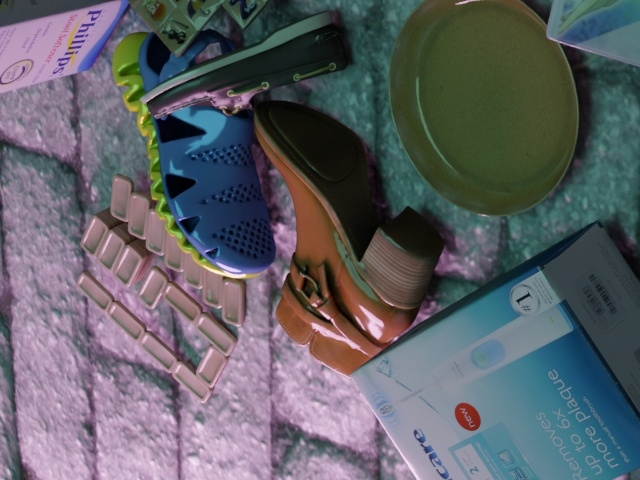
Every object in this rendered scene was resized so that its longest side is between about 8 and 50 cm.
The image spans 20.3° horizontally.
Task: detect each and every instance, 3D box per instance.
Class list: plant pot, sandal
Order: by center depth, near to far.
[{"bbox_3d":[0.168,-0.141,1.792,0.236,0.032,0.236,16,114,39],"label":"plant pot"},{"bbox_3d":[-0.126,-0.110,2.016,0.138,0.126,0.317,-27,85,40],"label":"sandal"}]

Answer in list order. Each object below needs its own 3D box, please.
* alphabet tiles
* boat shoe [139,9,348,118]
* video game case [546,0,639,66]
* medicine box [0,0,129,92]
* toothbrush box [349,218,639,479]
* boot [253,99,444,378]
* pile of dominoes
[{"bbox_3d":[-0.118,-0.325,1.949,0.237,0.009,0.198,-48,70,19],"label":"alphabet tiles"},{"bbox_3d":[-0.083,-0.174,1.922,0.228,0.081,0.069,-22,100,10],"label":"boat shoe"},{"bbox_3d":[0.365,-0.280,1.492,0.300,0.036,0.329,19,119,17],"label":"video game case"},{"bbox_3d":[-0.419,-0.314,2.096,0.263,0.289,0.149,54,135,14],"label":"medicine box"},{"bbox_3d":[0.206,0.147,1.781,0.295,0.126,0.216,-33,90,45],"label":"toothbrush box"},{"bbox_3d":[0.000,0.000,1.966,0.283,0.109,0.220,42,133,15],"label":"boot"},{"bbox_3d":[-0.189,0.052,2.209,0.251,0.040,0.196,41,129,15],"label":"pile of dominoes"}]
